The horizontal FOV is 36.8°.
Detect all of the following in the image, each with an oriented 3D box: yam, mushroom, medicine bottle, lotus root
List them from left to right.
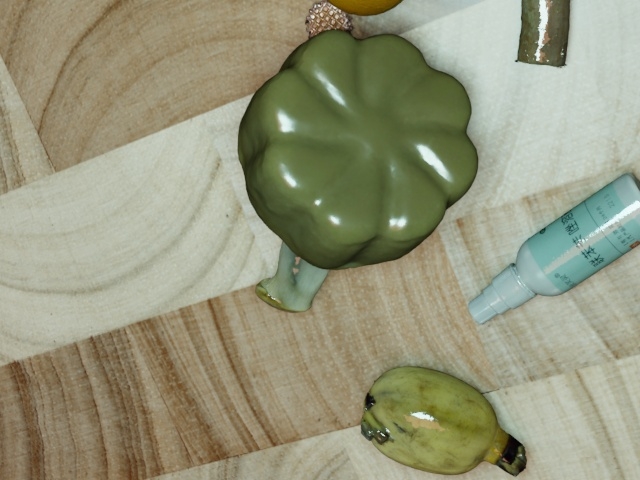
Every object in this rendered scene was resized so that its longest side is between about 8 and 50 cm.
[{"bbox_3d":[0.000,0.000,1.706,0.159,0.122,0.328,33,114,13],"label":"mushroom"},{"bbox_3d":[0.227,0.336,1.729,0.310,0.183,0.182,19,112,7],"label":"lotus root"},{"bbox_3d":[0.352,-0.339,1.516,0.084,0.084,0.127,5,112,14],"label":"yam"},{"bbox_3d":[0.397,0.029,1.608,0.352,0.110,0.110,-37,95,23],"label":"medicine bottle"}]

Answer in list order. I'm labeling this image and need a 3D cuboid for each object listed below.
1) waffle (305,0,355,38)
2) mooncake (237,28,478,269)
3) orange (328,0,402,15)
[{"bbox_3d":[0.016,-0.368,1.627,0.083,0.029,0.075,-2,110,13],"label":"waffle"},{"bbox_3d":[0.061,-0.148,1.513,0.378,0.201,0.378,2,81,-13],"label":"mooncake"},{"bbox_3d":[0.071,-0.454,1.499,0.206,0.206,0.206,5,109,14],"label":"orange"}]
